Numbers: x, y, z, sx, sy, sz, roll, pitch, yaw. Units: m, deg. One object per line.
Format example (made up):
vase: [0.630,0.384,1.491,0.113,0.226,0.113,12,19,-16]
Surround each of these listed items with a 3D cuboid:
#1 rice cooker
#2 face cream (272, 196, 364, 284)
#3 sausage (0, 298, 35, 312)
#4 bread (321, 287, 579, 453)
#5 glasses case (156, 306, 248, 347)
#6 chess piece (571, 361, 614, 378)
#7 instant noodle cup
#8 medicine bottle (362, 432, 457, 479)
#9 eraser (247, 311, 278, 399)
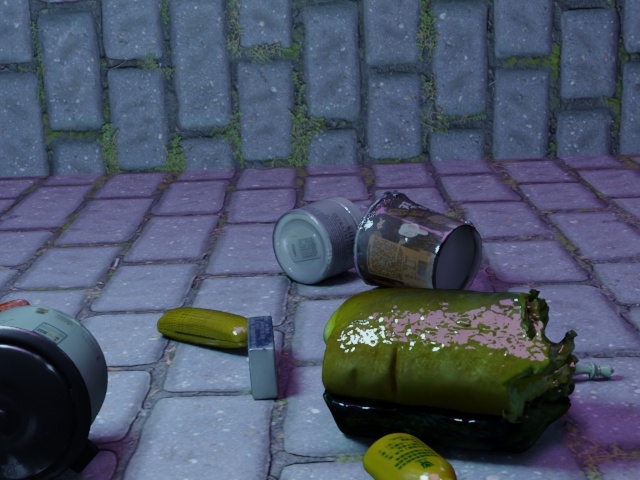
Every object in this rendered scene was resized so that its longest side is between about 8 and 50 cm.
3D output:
rice cooker: [-0.435,0.223,1.555,0.280,0.241,0.227,42,8,-7]
face cream: [0.000,0.000,2.454,0.177,0.177,0.153,10,21,38]
sausage: [-0.658,0.169,2.104,0.074,0.074,0.274,9,18,37]
bread: [0.179,0.178,1.622,0.377,0.208,0.251,1,37,22]
glasses case: [-0.214,0.166,2.068,0.234,0.064,0.079,5,21,39]
chess piece: [0.449,0.218,1.825,0.093,0.042,0.042,2,14,-3]
instant noodle cup: [0.213,0.022,2.305,0.207,0.217,0.217,21,26,40]
medicine bottle: [0.147,0.324,1.408,0.095,0.064,0.260,-10,16,-22]
eraser: [-0.101,0.197,1.886,0.046,0.091,0.212,-5,13,-3]
